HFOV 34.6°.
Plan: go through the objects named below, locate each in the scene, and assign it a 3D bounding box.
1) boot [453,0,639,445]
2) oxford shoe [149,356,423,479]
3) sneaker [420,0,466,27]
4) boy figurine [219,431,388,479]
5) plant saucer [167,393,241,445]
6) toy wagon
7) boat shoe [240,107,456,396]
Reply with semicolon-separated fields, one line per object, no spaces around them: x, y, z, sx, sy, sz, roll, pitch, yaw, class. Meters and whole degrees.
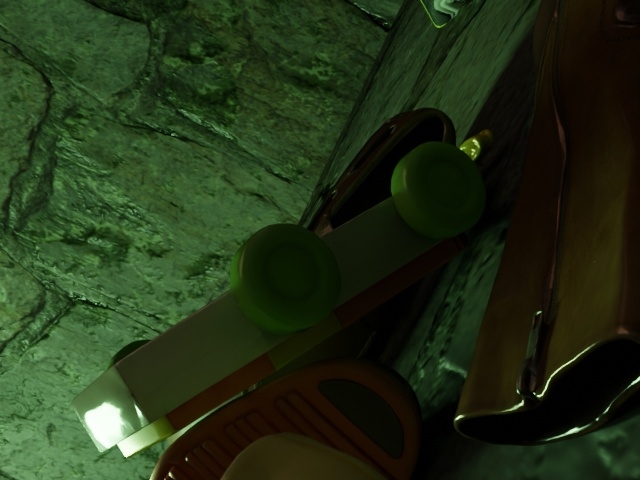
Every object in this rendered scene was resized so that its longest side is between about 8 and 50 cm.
0.123;-0.084;0.374;0.264;0.096;0.280;124;170;-60;boot
-0.041;0.172;0.689;0.363;0.130;0.133;-48;-5;39;oxford shoe
0.178;-0.376;1.324;0.147;0.145;0.384;-33;6;6;sneaker
-0.042;0.205;0.440;0.177;0.092;0.285;-16;-44;-46;boy figurine
-0.123;0.163;1.438;0.310;0.050;0.310;-43;21;20;plant saucer
0.004;0.023;0.676;0.344;0.068;0.267;-29;-4;-32;toy wagon
0.021;0.020;0.855;0.104;0.111;0.307;128;167;-74;boat shoe
